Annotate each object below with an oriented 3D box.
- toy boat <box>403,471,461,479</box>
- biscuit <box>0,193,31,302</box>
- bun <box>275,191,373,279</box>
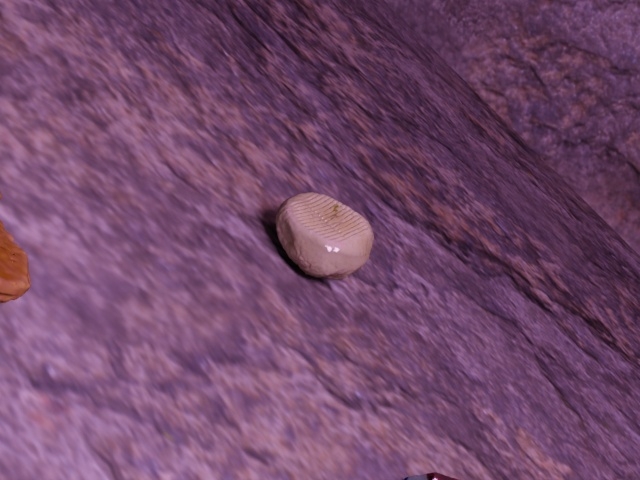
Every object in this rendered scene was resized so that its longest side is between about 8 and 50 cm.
[{"bbox_3d":[0.177,0.289,1.411,0.229,0.046,0.080,31,22,-27],"label":"toy boat"},{"bbox_3d":[-0.369,-0.082,1.073,0.376,0.051,0.269,44,19,-7],"label":"biscuit"},{"bbox_3d":[0.000,0.000,1.572,0.115,0.069,0.115,17,32,-11],"label":"bun"}]
